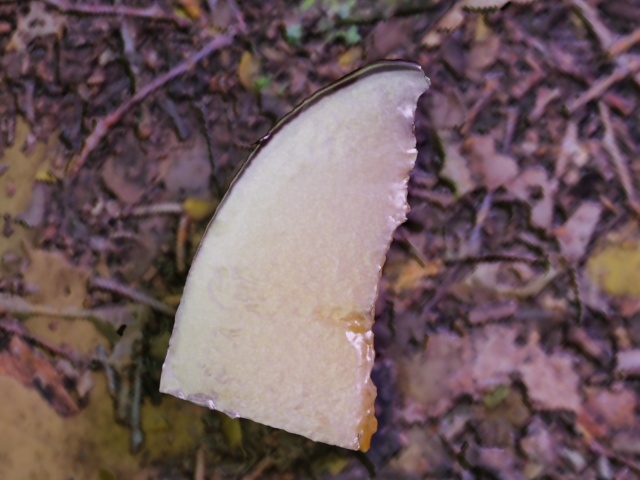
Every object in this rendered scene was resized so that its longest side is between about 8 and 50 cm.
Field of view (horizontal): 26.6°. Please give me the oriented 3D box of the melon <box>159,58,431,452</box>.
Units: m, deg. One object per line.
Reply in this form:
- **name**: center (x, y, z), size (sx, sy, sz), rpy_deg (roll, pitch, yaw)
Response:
- **melon**: center (-0.008, 0.001, 0.636), size (0.098, 0.054, 0.182), rpy_deg (9, 86, 19)
